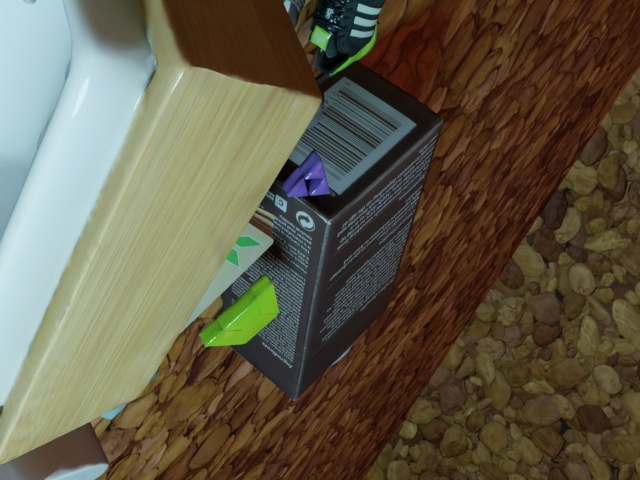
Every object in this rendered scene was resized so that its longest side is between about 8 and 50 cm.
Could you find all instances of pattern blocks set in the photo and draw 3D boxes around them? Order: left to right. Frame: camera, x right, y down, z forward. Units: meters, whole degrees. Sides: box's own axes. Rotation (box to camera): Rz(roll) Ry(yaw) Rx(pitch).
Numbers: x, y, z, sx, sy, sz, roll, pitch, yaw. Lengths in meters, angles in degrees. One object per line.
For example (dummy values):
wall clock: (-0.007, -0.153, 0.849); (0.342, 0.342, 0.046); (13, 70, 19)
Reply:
pattern blocks set: (-0.134, 0.021, 0.846); (0.325, 0.026, 0.285); (-39, 140, 3)

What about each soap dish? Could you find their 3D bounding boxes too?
soap dish: (-0.121, -0.058, 0.499); (0.118, 0.229, 0.291); (2, 141, -32)

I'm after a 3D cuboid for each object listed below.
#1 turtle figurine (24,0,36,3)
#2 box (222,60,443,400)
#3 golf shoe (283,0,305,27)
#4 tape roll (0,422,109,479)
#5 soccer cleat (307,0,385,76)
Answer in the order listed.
turtle figurine: (-0.089, -0.239, 0.298); (0.266, 0.275, 0.198); (-59, 174, -16)
box: (0.000, 0.000, 1.116); (0.191, 0.143, 0.381); (-42, 158, -30)
golf shoe: (-0.048, -0.211, 0.724); (0.094, 0.077, 0.198); (-59, 171, -16)
tape roll: (-0.284, 0.164, 0.621); (0.286, 0.100, 0.286); (-28, 170, -5)
soccer cleat: (0.022, -0.211, 0.899); (0.072, 0.060, 0.179); (-46, 164, -15)
